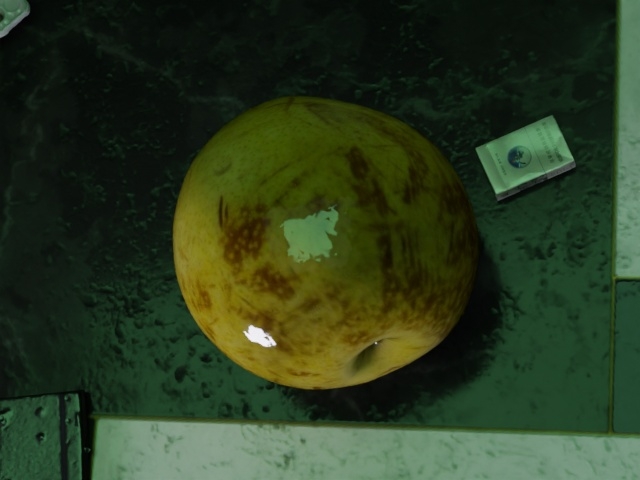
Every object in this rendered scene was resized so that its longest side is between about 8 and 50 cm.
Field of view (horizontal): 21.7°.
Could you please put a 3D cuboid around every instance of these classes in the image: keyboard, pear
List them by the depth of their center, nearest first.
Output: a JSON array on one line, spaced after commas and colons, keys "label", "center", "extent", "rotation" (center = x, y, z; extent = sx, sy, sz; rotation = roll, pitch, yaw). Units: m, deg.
[{"label": "pear", "center": [0.000, 0.000, 1.516], "extent": [0.281, 0.281, 0.280], "rotation": [-3, 75, 11]}, {"label": "keyboard", "center": [-0.265, 0.300, 1.618], "extent": [0.101, 0.018, 0.309], "rotation": [-7, 74, 12]}]

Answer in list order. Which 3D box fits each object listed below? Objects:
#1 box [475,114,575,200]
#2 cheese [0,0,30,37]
[{"label": "box", "center": [0.198, -0.080, 1.618], "extent": [0.083, 0.024, 0.054], "rotation": [-23, 74, 4]}, {"label": "cheese", "center": [-0.411, -0.175, 1.760], "extent": [0.255, 0.050, 0.127], "rotation": [-43, 70, -3]}]
